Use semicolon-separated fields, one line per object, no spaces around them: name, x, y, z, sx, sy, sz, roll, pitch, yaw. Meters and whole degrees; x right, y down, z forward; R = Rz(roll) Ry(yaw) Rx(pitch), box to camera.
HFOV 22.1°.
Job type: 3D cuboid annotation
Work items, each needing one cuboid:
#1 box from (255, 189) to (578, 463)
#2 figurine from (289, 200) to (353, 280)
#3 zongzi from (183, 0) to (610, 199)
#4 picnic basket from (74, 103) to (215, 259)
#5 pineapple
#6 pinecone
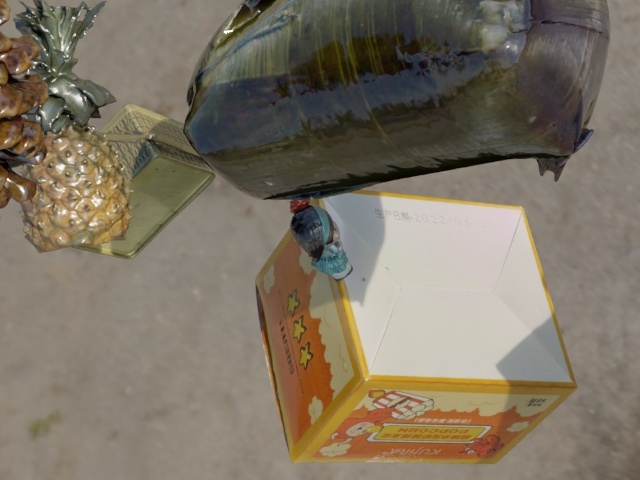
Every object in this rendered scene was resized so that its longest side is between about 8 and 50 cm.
box;0.102;0.107;1.906;0.214;0.284;0.259;-53;41;48
figurine;0.000;0.000;1.728;0.047;0.106;0.060;-29;50;1
zongzi;0.080;-0.247;1.449;0.403;0.208;0.432;-10;56;39
picnic basket;-0.208;-0.062;1.768;0.164;0.115;0.079;-42;60;18
pineapple;-0.255;-0.116;1.608;0.125;0.125;0.251;-7;89;32
pinecone;-0.291;-0.094;1.222;0.186;0.212;0.169;-35;27;-29
